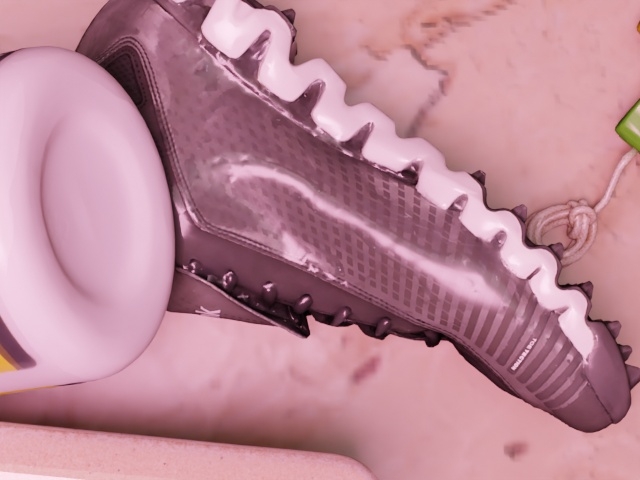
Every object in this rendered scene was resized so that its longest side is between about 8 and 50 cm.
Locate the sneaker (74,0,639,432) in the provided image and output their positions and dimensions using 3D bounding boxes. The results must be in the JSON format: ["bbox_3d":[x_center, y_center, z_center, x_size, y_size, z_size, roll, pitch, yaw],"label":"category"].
[{"bbox_3d":[0.000,0.000,0.616,0.234,0.078,0.106,42,89,2],"label":"sneaker"}]

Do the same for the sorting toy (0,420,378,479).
[{"bbox_3d":[-0.085,0.147,0.591,0.193,0.038,0.208,6,120,-3],"label":"sorting toy"}]

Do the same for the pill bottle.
[{"bbox_3d":[-0.147,0.005,0.567,0.184,0.103,0.103,-10,89,24],"label":"pill bottle"}]

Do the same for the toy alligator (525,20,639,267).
[{"bbox_3d":[0.140,-0.064,0.634,0.056,0.051,0.189,40,87,-1],"label":"toy alligator"}]
